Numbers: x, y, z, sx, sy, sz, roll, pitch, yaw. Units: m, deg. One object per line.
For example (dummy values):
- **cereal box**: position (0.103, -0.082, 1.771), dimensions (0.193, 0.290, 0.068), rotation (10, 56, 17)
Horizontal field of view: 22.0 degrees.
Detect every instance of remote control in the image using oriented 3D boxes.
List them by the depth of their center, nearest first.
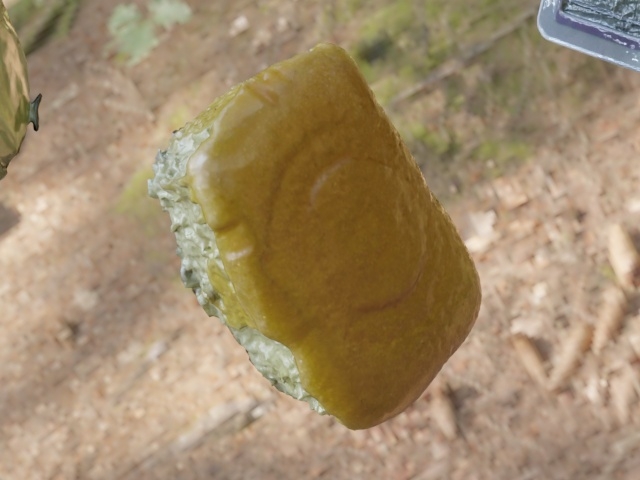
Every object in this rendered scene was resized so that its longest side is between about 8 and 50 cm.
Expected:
- **remote control**: position (0.222, -0.245, 1.127), dimensions (0.103, 0.250, 0.034), rotation (25, 27, 28)

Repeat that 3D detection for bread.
- **bread**: position (0.000, 0.000, 1.096), dimensions (0.174, 0.245, 0.121), rotation (-40, 19, -25)

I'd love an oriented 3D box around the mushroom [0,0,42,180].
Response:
- **mushroom**: position (-0.175, -0.119, 0.518), dimensions (0.081, 0.312, 0.100), rotation (-5, 60, 16)
